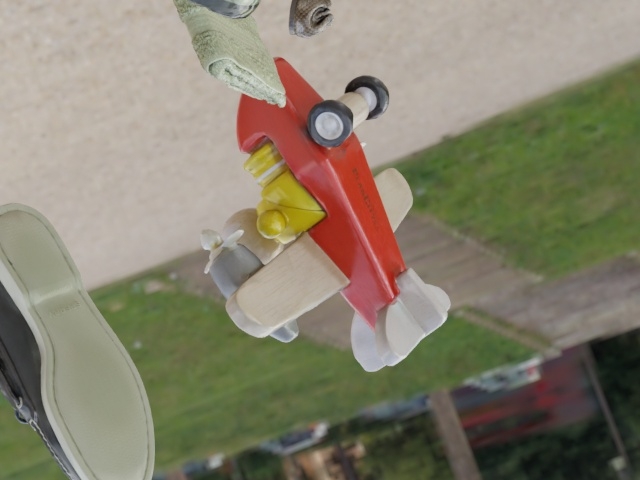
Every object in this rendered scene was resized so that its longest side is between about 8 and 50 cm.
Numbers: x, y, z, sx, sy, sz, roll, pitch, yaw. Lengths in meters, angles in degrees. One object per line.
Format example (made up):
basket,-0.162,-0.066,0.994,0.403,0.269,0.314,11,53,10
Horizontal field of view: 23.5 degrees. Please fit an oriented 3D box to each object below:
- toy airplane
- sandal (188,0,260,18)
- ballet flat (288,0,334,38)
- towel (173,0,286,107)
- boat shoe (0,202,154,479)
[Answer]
toy airplane,0.000,0.000,1.999,0.272,0.384,0.386,-15,149,29
sandal,-0.081,-0.271,1.207,0.120,0.086,0.302,13,-150,-18
ballet flat,0.011,-0.379,2.115,0.058,0.249,0.084,9,148,11
towel,-0.081,-0.181,1.388,0.027,0.110,0.148,-32,160,18
boat shoe,-0.287,0.133,1.611,0.113,0.340,0.127,-37,168,39
